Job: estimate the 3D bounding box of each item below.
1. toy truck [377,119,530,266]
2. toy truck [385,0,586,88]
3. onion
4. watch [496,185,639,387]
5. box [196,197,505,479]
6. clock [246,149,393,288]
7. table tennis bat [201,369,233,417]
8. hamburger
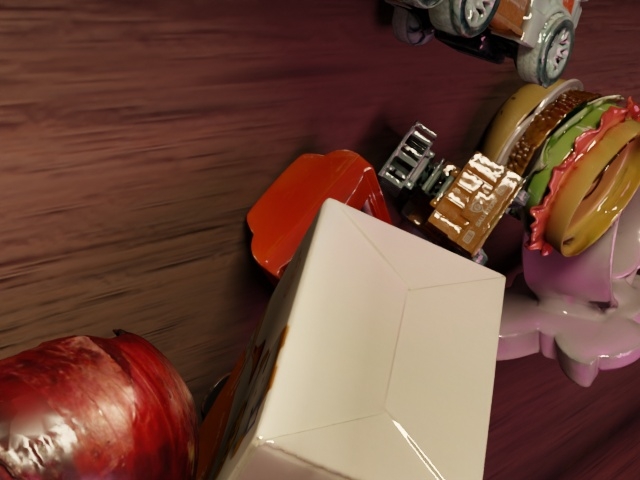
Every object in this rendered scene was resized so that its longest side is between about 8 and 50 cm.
[{"bbox_3d":[0.109,-0.036,1.039,0.080,0.115,0.178,-55,176,-2],"label":"toy truck"},{"bbox_3d":[0.098,-0.222,0.786,0.338,0.133,0.184,11,101,-59],"label":"toy truck"},{"bbox_3d":[-0.177,0.186,0.715,0.272,0.195,0.272,-37,159,-17],"label":"onion"},{"bbox_3d":[0.279,0.003,1.313,0.248,0.211,0.217,-33,128,-52],"label":"watch"},{"bbox_3d":[-0.016,0.173,0.847,0.225,0.143,0.341,-74,-169,-47],"label":"box"},{"bbox_3d":[0.000,0.000,0.949,0.113,0.061,0.155,-49,156,-10],"label":"clock"},{"bbox_3d":[-0.076,0.137,1.029,0.050,0.007,0.083,-56,152,-1],"label":"table tennis bat"},{"bbox_3d":[0.229,-0.081,1.146,0.175,0.137,0.175,-38,153,-24],"label":"hamburger"}]
